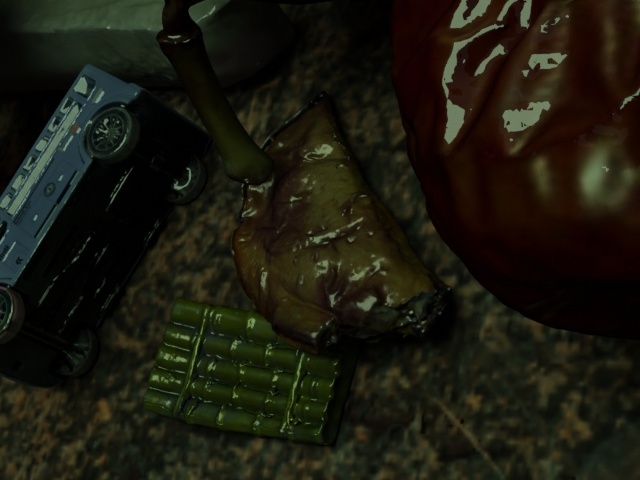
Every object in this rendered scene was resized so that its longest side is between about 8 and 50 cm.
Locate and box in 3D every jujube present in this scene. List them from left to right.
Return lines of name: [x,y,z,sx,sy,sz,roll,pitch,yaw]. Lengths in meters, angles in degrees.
jujube: [0.135,-0.080,0.581,0.213,0.213,0.232,-6,72,34]

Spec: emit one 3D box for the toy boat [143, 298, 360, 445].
toy boat: [-0.035,0.064,0.751,0.115,0.016,0.063,5,72,37]

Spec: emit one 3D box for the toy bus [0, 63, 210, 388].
toy bus: [-0.134,-0.007,0.820,0.076,0.073,0.167,31,88,39]

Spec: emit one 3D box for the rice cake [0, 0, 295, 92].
rice cake: [-0.186,-0.123,0.911,0.399,0.070,0.064,3,67,37]

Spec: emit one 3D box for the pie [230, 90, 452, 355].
pie: [0.000,0.000,0.739,0.092,0.034,0.170,-38,46,4]

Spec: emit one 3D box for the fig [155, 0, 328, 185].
fig: [-0.028,-0.174,0.692,0.186,0.204,0.249,45,99,9]
